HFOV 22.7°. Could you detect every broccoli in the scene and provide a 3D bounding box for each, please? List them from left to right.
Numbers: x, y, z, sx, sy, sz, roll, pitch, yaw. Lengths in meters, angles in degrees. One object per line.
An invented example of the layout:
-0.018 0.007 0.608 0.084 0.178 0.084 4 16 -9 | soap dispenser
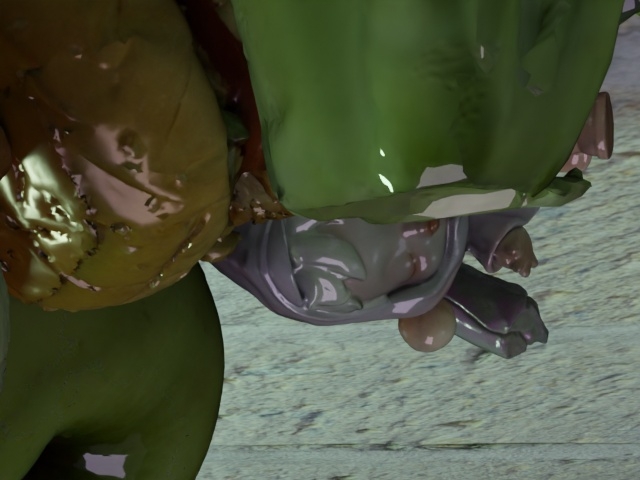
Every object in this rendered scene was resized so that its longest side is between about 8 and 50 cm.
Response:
0.032 -0.148 0.458 0.348 0.280 0.293 -4 174 -1 | broccoli

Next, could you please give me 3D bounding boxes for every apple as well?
-0.238 0.074 0.993 0.357 0.357 0.357 -2 161 -1 | apple

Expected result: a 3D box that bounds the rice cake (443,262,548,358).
0.038 0.012 1.114 0.270 0.049 0.055 27 148 29 | rice cake

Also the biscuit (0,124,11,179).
-0.225 -0.072 0.694 0.205 0.049 0.324 20 141 29 | biscuit

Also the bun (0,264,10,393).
-0.296 0.001 0.590 0.360 0.211 0.359 1 140 1 | bun

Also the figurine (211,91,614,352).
0.058 -0.032 1.010 0.276 0.200 0.133 -19 -156 -18 | figurine

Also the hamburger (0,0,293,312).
-0.115 -0.078 0.749 0.244 0.244 0.163 -24 -168 47 | hamburger
